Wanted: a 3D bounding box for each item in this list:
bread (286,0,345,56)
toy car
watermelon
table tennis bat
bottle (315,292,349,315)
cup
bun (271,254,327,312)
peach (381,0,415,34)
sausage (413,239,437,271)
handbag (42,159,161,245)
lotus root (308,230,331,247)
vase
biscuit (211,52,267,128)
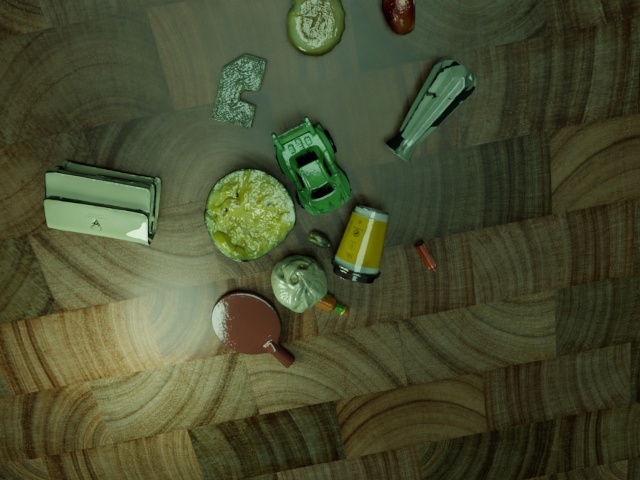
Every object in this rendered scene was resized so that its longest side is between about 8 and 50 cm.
[{"bbox_3d":[-0.015,-0.718,1.670,0.213,0.105,0.214,-2,107,-5],"label":"bread"},{"bbox_3d":[-0.030,-0.257,1.798,0.213,0.176,0.359,-23,110,6],"label":"toy car"},{"bbox_3d":[-0.249,-0.100,1.839,0.330,0.189,0.331,0,96,3],"label":"watermelon"},{"bbox_3d":[-0.263,0.375,2.080,0.268,0.051,0.414,-42,105,12],"label":"table tennis bat"},{"bbox_3d":[0.031,0.251,2.044,0.187,0.069,0.069,29,106,-14],"label":"bottle"},{"bbox_3d":[0.159,0.015,1.911,0.196,0.196,0.280,14,99,-8],"label":"cup"},{"bbox_3d":[-0.084,0.157,1.937,0.230,0.133,0.231,-1,82,7],"label":"bun"},{"bbox_3d":[0.256,-0.761,1.679,0.092,0.127,0.172,-16,136,-6],"label":"peach"},{"bbox_3d":[0.424,0.067,2.010,0.048,0.050,0.145,-45,111,-31],"label":"sausage"},{"bbox_3d":[-0.774,-0.126,1.811,0.358,0.160,0.237,10,116,-7],"label":"handbag"},{"bbox_3d":[0.000,0.000,1.959,0.099,0.049,0.054,28,97,-12],"label":"lotus root"},{"bbox_3d":[0.379,-0.450,1.771,0.165,0.165,0.360,32,108,-14],"label":"vase"},{"bbox_3d":[-0.280,-0.520,1.756,0.147,0.046,0.250,16,108,-8],"label":"biscuit"}]
